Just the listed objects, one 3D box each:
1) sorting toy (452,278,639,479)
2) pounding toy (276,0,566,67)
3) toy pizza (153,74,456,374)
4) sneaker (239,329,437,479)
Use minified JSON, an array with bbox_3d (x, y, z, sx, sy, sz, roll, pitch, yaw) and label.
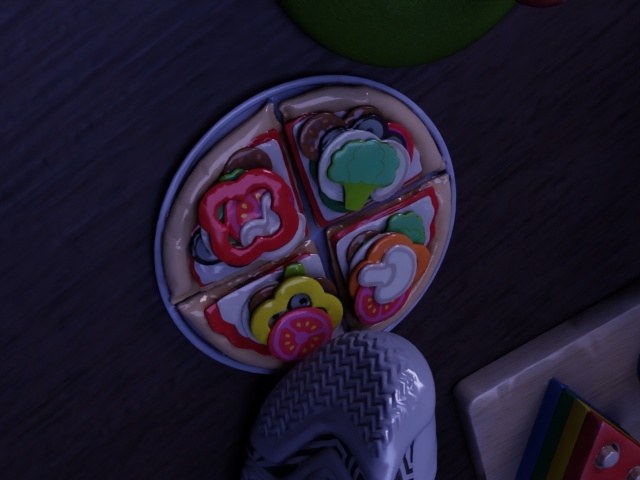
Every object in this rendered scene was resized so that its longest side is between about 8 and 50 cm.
[{"bbox_3d":[0.261,0.171,0.710,0.257,0.089,0.255,-27,123,-12],"label":"sorting toy"},{"bbox_3d":[0.066,-0.189,0.418,0.183,0.110,0.236,-14,120,-20],"label":"pounding toy"},{"bbox_3d":[0.000,0.000,0.529,0.201,0.032,0.201,-11,119,-21],"label":"toy pizza"},{"bbox_3d":[0.054,0.221,0.607,0.210,0.137,0.365,-3,113,-36],"label":"sneaker"}]
